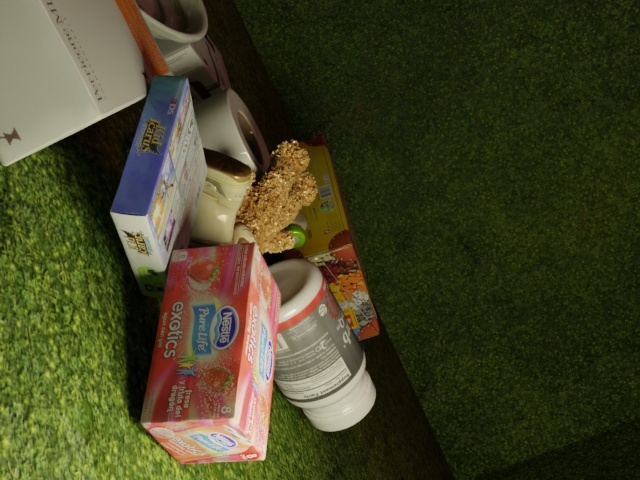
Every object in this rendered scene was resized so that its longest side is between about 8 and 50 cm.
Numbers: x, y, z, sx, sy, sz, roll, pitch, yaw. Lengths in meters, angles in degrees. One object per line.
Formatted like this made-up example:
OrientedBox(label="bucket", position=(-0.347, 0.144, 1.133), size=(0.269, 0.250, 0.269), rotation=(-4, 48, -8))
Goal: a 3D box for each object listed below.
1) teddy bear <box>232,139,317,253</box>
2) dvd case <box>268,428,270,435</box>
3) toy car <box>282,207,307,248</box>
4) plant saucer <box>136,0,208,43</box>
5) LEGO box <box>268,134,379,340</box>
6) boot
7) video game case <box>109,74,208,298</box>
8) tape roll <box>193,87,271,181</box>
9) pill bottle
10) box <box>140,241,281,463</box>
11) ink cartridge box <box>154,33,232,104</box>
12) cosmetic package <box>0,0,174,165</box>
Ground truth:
OrientedBox(label="teddy bear", position=(-0.115, -0.063, 1.820), size=(0.338, 0.113, 0.245), rotation=(-32, 135, -44))
OrientedBox(label="dvd case", position=(-0.160, 0.261, 1.697), size=(0.164, 0.018, 0.221), rotation=(49, 21, -59))
OrientedBox(label="toy car", position=(-0.134, -0.012, 2.038), size=(0.149, 0.188, 0.155), rotation=(25, 30, -22))
OrientedBox(label="plant saucer", position=(-0.408, -0.549, 1.804), size=(0.400, 0.100, 0.400), rotation=(41, 26, -26))
OrientedBox(label="LEGO box", position=(0.000, 0.000, 2.519), size=(0.500, 0.193, 0.372), rotation=(-103, 175, -48))
OrientedBox(label="boot", position=(-0.264, -0.088, 1.657), size=(0.095, 0.262, 0.203), rotation=(-41, 150, -57))
OrientedBox(label="video game case", position=(-0.250, -0.082, 1.391), size=(0.244, 0.061, 0.269), rotation=(90, 8, -57))
OrientedBox(label="tape roll", position=(-0.226, -0.196, 1.947), size=(0.246, 0.169, 0.246), rotation=(-22, 90, -81))
OrientedBox(label="pill bottle", position=(-0.025, 0.236, 1.919), size=(0.210, 0.210, 0.363), rotation=(-97, 162, -59))
OrientedBox(label="box", position=(-0.155, 0.169, 1.318), size=(0.154, 0.142, 0.300), rotation=(68, 21, -51))
OrientedBox(label="ink cartridge box", position=(-0.326, -0.443, 2.141), size=(0.273, 0.114, 0.197), rotation=(53, 16, -59))
OrientedBox(label="cosmetic package", position=(-0.383, -0.287, 1.319), size=(0.453, 0.162, 0.230), rotation=(-79, 145, -72))
